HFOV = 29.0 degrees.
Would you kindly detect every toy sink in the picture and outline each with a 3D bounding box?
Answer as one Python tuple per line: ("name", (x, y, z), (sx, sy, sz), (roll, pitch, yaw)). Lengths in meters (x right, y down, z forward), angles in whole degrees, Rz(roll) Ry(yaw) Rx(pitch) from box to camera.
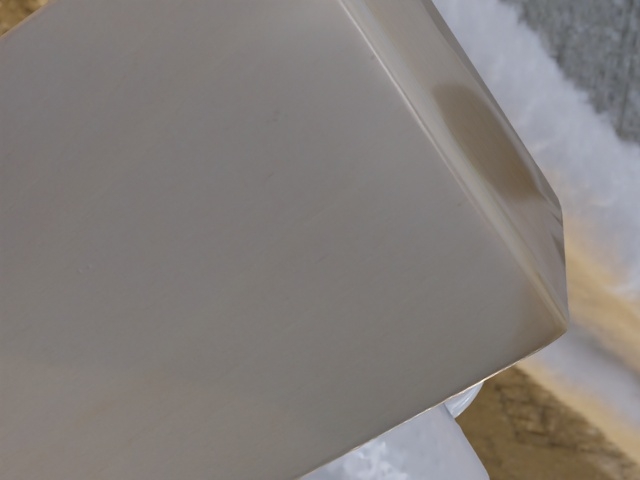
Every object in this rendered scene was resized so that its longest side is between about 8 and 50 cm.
("toy sink", (-0.058, 0.001, 0.410), (0.234, 0.131, 0.152), (-32, 101, 18))

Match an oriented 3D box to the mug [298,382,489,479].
("mug", (0.008, 0.153, 1.275), (0.328, 0.374, 0.276), (57, 165, -2))
